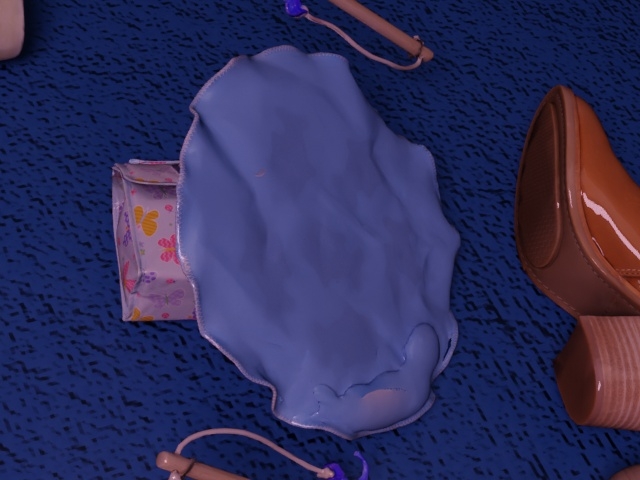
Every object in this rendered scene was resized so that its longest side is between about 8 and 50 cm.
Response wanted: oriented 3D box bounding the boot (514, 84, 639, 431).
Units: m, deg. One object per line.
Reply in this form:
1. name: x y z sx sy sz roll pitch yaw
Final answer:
1. boot: 0.186 0.011 0.639 0.152 0.073 0.197 2 63 -14

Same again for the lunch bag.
1. lunch bag: -0.063 -0.006 0.600 0.071 0.053 0.083 2 52 -19

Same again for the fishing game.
1. fishing game: 0.000 0.000 0.576 0.189 0.041 0.264 23 62 -41

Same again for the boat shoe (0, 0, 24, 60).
1. boat shoe: -0.232 -0.215 0.692 0.094 0.109 0.302 0 63 -31

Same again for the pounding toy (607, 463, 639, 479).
1. pounding toy: 0.091 0.175 0.472 0.236 0.110 0.183 -14 60 -21
